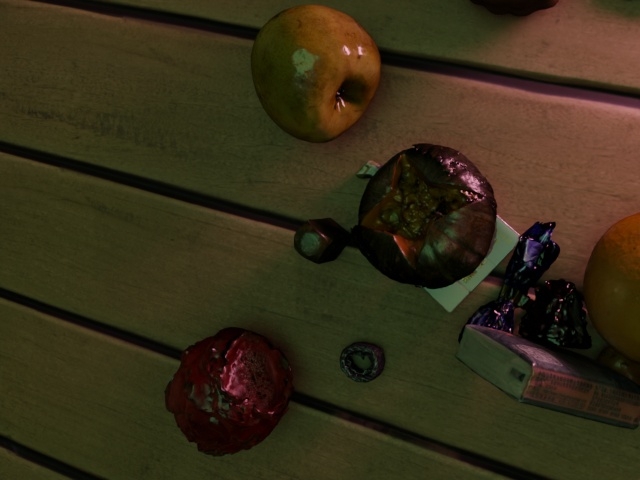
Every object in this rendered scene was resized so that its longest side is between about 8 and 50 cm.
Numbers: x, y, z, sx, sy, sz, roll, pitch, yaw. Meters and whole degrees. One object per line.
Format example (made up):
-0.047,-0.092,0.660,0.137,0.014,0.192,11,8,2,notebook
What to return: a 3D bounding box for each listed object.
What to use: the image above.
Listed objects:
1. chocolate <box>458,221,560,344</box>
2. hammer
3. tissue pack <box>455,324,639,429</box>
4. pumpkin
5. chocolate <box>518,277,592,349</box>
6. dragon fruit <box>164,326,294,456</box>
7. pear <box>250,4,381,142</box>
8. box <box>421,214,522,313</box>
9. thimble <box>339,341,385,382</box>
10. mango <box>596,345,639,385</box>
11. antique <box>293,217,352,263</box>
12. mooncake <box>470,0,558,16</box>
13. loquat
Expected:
0.439,0.109,1.377,0.148,0.126,0.343,23,98,-24,chocolate
0.186,-0.106,1.481,0.159,0.041,0.226,-45,79,13,hammer
0.464,0.271,1.239,0.315,0.228,0.103,18,97,-23,tissue pack
0.229,-0.049,1.329,0.320,0.192,0.320,-9,72,29,pumpkin
0.498,0.146,1.275,0.156,0.156,0.133,11,96,17,chocolate
-0.222,0.370,1.499,0.301,0.295,0.296,-40,80,18,dragon fruit
-0.024,-0.392,1.411,0.304,0.304,0.304,1,92,17,pear
0.330,0.033,1.426,0.155,0.067,0.243,43,102,14,box
0.103,0.299,1.508,0.104,0.066,0.095,-7,88,20,thimble
0.661,0.304,1.324,0.105,0.084,0.159,-36,81,21,mango
0.000,0.000,1.448,0.081,0.221,0.080,39,103,12,antique
0.429,-0.648,1.314,0.324,0.187,0.324,0,90,18,mooncake
0.672,0.107,1.211,0.328,0.359,0.328,6,71,-18,loquat
